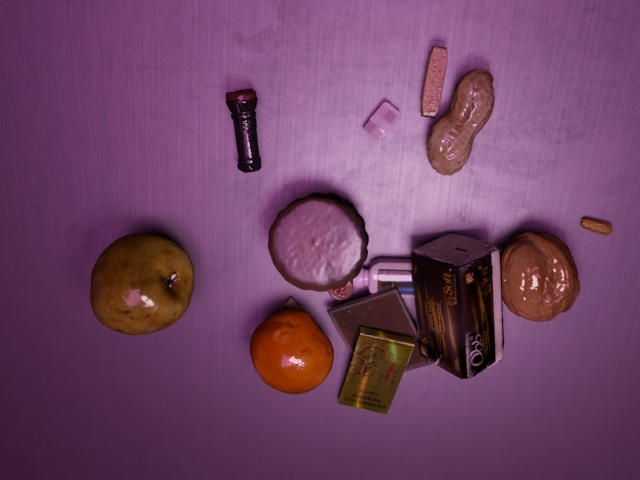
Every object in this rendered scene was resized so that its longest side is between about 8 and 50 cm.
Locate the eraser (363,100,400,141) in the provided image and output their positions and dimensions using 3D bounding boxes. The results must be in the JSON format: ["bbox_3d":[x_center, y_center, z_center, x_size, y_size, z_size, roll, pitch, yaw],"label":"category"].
[{"bbox_3d":[0.173,-0.337,1.608,0.065,0.026,0.105,38,106,-10],"label":"eraser"}]

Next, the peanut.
[{"bbox_3d":[0.380,-0.322,1.546,0.136,0.120,0.298,11,112,-39],"label":"peanut"}]

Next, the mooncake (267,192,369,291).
[{"bbox_3d":[0.000,0.000,1.652,0.291,0.161,0.290,1,102,3],"label":"mooncake"}]

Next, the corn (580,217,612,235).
[{"bbox_3d":[0.802,-0.040,1.646,0.092,0.037,0.037,17,108,2],"label":"corn"}]

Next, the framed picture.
[{"bbox_3d":[0.187,0.302,1.768,0.232,0.024,0.314,-20,117,16],"label":"framed picture"}]

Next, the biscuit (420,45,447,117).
[{"bbox_3d":[0.310,-0.432,1.553,0.052,0.056,0.187,9,109,4],"label":"biscuit"}]

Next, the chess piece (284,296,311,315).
[{"bbox_3d":[-0.068,0.217,1.797,0.092,0.035,0.035,36,107,-10],"label":"chess piece"}]

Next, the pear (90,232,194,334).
[{"bbox_3d":[-0.535,0.135,1.684,0.304,0.304,0.303,1,107,4],"label":"pear"}]

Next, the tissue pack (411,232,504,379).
[{"bbox_3d":[0.401,0.178,1.626,0.198,0.210,0.369,-19,112,-26],"label":"tissue pack"}]

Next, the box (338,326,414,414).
[{"bbox_3d":[0.171,0.418,1.798,0.173,0.043,0.311,13,121,-2],"label":"box"}]

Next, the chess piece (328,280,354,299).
[{"bbox_3d":[0.062,0.145,1.761,0.084,0.038,0.083,2,106,5],"label":"chess piece"}]

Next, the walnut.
[{"bbox_3d":[0.613,0.097,1.615,0.225,0.257,0.256,-20,108,-26],"label":"walnut"}]

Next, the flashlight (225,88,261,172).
[{"bbox_3d":[-0.211,-0.311,1.621,0.093,0.093,0.231,-4,112,6],"label":"flashlight"}]

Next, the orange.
[{"bbox_3d":[-0.087,0.338,1.719,0.261,0.261,0.260,1,107,4],"label":"orange"}]

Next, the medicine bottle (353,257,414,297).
[{"bbox_3d":[0.208,0.114,1.718,0.219,0.078,0.115,1,110,4],"label":"medicine bottle"}]
